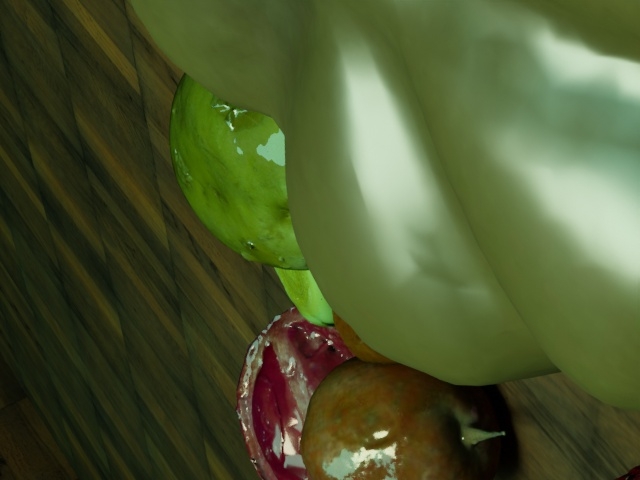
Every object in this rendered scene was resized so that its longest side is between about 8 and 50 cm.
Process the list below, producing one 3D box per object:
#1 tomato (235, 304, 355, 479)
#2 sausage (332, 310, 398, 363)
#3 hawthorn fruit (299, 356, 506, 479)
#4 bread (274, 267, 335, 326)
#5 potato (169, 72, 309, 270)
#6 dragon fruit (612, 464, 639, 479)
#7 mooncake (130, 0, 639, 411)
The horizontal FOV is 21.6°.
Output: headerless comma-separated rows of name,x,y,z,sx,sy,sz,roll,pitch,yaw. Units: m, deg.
tomato,0.019,0.140,1.436,0.189,0.099,0.173,-33,65,42
sausage,0.085,0.022,1.104,0.302,0.102,0.076,124,164,-68
hawthorn fruit,0.080,0.150,1.259,0.189,0.149,0.149,-7,113,27
bread,0.000,0.000,1.337,0.139,0.071,0.130,66,158,0
potato,-0.015,-0.072,1.178,0.253,0.148,0.186,10,134,61
dragon fruit,0.186,0.186,0.997,0.063,0.131,0.097,62,169,-6
mooncake,0.092,-0.163,0.600,0.467,0.262,0.467,49,154,34
